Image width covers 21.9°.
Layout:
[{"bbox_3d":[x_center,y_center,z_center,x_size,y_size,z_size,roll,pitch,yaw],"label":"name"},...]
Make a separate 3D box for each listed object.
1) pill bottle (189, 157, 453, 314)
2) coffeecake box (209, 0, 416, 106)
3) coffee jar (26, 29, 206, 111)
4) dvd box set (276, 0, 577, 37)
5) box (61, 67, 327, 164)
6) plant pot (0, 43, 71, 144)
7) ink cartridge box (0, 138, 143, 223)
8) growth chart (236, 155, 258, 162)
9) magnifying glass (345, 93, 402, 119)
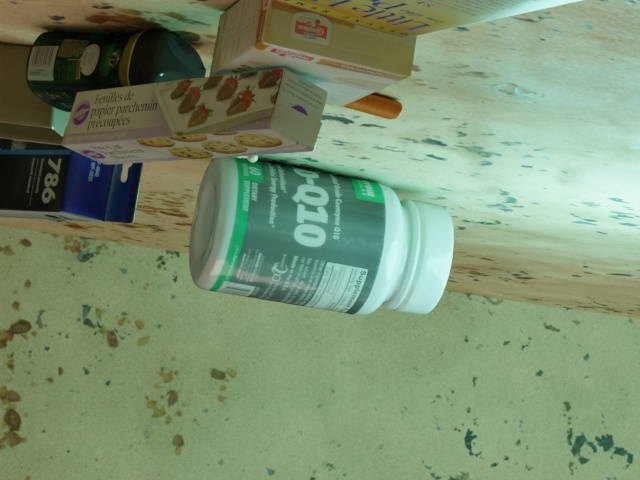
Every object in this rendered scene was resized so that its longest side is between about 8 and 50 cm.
[{"bbox_3d":[0.000,0.000,2.462,0.361,0.204,0.204,10,173,-17],"label":"pill bottle"},{"bbox_3d":[-0.009,-0.183,1.543,0.142,0.068,0.185,11,172,-18],"label":"coffeecake box"},{"bbox_3d":[-0.217,-0.180,1.764,0.184,0.079,0.096,4,165,32],"label":"coffee jar"},{"bbox_3d":[0.071,-0.227,1.131,0.308,0.062,0.420,12,172,-32],"label":"dvd box set"},{"bbox_3d":[-0.130,-0.118,1.622,0.324,0.063,0.067,0,161,45],"label":"box"},{"bbox_3d":[-0.341,-0.171,1.913,0.109,0.096,0.109,6,173,8],"label":"plant pot"},{"bbox_3d":[-0.370,-0.112,2.151,0.333,0.165,0.065,2,170,36],"label":"ink cartridge box"},{"bbox_3d":[-0.157,-0.147,2.214,0.172,0.021,0.237,10,172,-6],"label":"growth chart"},{"bbox_3d":[-0.008,-0.172,1.838,0.231,0.026,0.092,15,170,-33],"label":"magnifying glass"}]
